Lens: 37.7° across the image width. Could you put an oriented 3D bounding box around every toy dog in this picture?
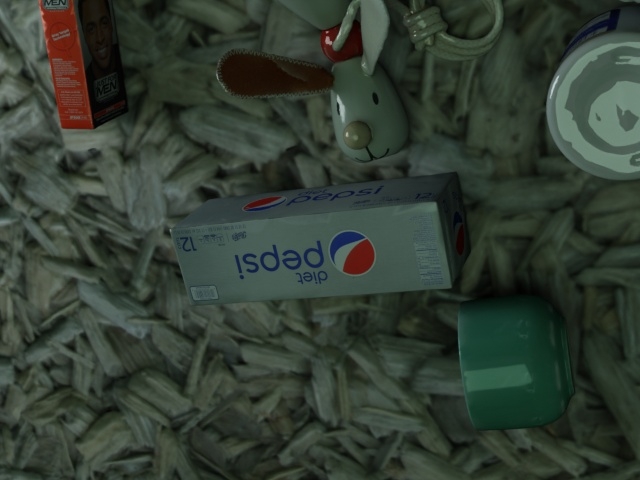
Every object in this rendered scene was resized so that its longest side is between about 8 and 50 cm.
[{"bbox_3d":[-0.015,-0.222,0.821,0.333,0.161,0.220,47,120,-4],"label":"toy dog"}]

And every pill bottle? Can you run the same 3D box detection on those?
[{"bbox_3d":[0.246,-0.128,0.751,0.112,0.186,0.112,8,115,17],"label":"pill bottle"}]

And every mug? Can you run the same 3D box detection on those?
[{"bbox_3d":[0.197,0.117,0.922,0.097,0.158,0.129,-8,86,17],"label":"mug"}]

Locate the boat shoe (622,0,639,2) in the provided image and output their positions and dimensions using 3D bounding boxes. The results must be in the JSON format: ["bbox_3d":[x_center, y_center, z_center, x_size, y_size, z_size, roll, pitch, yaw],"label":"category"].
[{"bbox_3d":[0.305,-0.184,0.629,0.367,0.156,0.136,22,128,7],"label":"boat shoe"}]

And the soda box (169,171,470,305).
[{"bbox_3d":[0.000,0.000,0.949,0.286,0.098,0.091,-5,109,22],"label":"soda box"}]

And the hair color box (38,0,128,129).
[{"bbox_3d":[-0.244,-0.192,0.970,0.043,0.072,0.141,3,114,20],"label":"hair color box"}]
